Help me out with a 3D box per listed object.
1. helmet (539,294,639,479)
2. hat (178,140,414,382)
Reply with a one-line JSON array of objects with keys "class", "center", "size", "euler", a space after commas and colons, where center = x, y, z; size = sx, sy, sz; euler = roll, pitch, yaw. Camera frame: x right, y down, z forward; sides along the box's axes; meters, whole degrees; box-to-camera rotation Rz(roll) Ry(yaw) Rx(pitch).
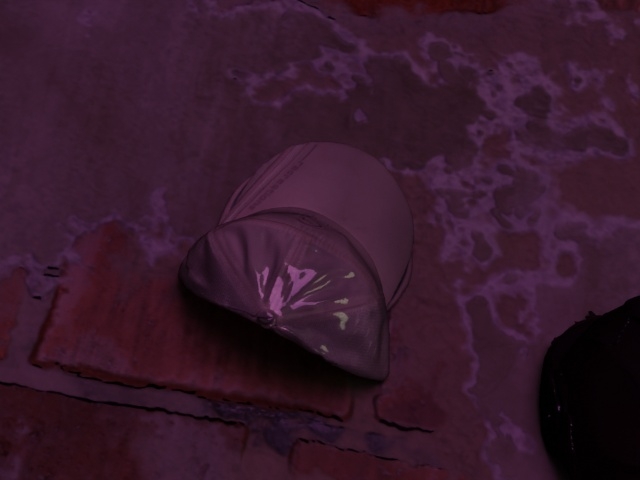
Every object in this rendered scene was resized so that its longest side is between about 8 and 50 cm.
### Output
[{"class": "helmet", "center": [0.328, 0.147, 1.776], "size": [0.225, 0.177, 0.305], "euler": [-10, 59, -17]}, {"class": "hat", "center": [0.000, 0.000, 1.828], "size": [0.219, 0.164, 0.226], "euler": [25, 75, 4]}]
